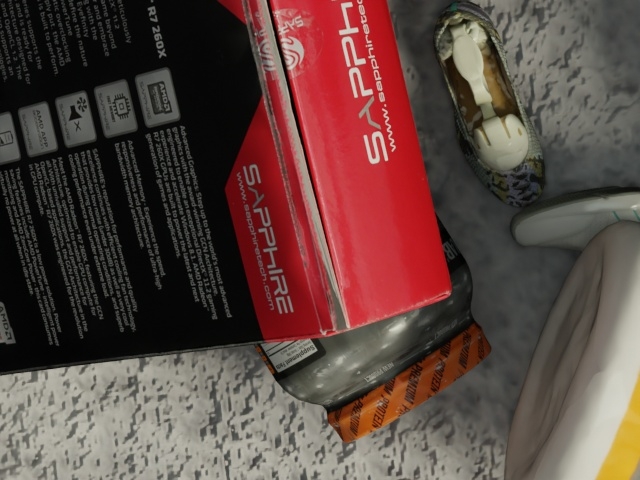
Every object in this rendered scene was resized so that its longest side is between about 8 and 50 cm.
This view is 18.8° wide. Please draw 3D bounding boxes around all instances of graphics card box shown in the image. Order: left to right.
[{"bbox_3d":[-0.120,-0.056,0.921,0.371,0.094,0.233,-11,94,44],"label":"graphics card box"}]

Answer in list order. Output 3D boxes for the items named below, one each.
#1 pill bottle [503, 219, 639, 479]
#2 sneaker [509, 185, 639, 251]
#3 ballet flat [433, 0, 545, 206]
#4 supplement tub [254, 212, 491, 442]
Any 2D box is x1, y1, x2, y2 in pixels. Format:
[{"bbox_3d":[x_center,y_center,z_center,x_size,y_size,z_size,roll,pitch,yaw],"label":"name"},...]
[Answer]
[{"bbox_3d":[0.241,0.107,0.935,0.278,0.162,0.162,19,97,-3],"label":"pill bottle"},{"bbox_3d":[0.174,0.001,0.998,0.152,0.054,0.061,-2,97,8],"label":"sneaker"},{"bbox_3d":[0.086,-0.070,1.011,0.041,0.041,0.114,-20,92,9],"label":"ballet flat"},{"bbox_3d":[0.000,0.000,0.991,0.117,0.117,0.190,-33,90,9],"label":"supplement tub"}]
